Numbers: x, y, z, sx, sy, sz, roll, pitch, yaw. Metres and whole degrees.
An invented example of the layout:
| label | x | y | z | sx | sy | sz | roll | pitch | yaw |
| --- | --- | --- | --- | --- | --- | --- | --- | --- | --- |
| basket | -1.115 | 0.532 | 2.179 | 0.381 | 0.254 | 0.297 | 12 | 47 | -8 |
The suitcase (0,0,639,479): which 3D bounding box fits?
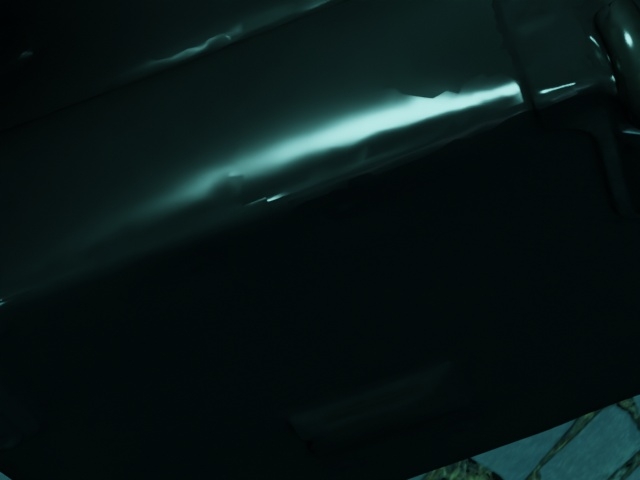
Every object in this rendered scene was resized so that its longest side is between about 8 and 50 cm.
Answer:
| label | x | y | z | sx | sy | sz | roll | pitch | yaw |
| --- | --- | --- | --- | --- | --- | --- | --- | --- | --- |
| suitcase | 0.000 | 0.000 | 0.673 | 0.345 | 0.188 | 0.339 | -22 | 146 | 5 |
